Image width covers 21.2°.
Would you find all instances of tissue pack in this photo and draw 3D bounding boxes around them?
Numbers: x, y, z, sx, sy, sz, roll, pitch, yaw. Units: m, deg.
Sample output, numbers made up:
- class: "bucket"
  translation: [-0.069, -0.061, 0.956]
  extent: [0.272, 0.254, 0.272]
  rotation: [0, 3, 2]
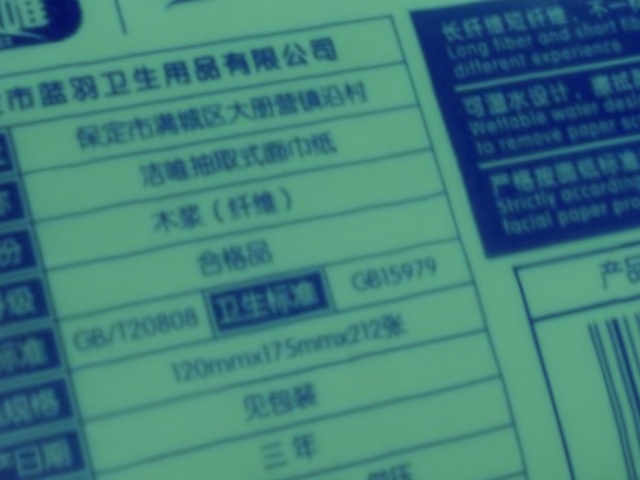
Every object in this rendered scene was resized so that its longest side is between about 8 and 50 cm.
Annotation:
- class: "tissue pack"
  translation: [0.000, 0.000, 0.413]
  extent: [0.269, 0.137, 0.209]
  rotation: [-13, 74, -21]
